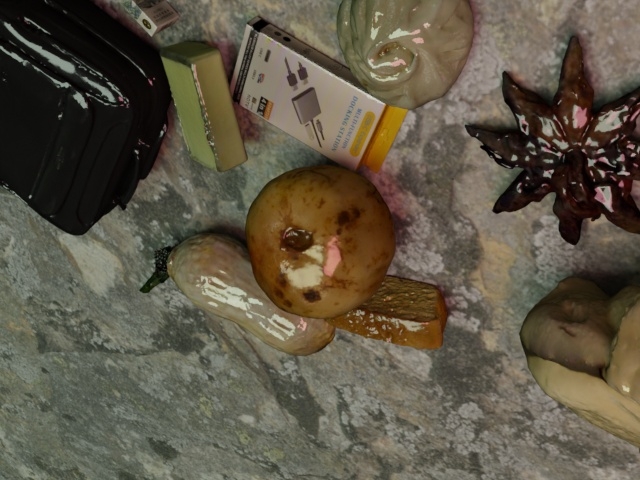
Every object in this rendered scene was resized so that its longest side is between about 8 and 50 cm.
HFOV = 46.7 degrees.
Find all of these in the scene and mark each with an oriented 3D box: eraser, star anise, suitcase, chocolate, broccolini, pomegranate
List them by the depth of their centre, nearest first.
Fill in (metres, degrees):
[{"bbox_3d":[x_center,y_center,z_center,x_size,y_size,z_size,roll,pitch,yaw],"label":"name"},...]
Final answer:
[{"bbox_3d":[0.286,-0.094,0.866,0.272,0.102,0.272,16,126,24],"label":"star anise"},{"bbox_3d":[0.000,0.000,1.039,0.215,0.215,0.215,16,128,21],"label":"pomegranate"},{"bbox_3d":[-0.167,-0.194,1.070,0.117,0.058,0.172,31,141,52],"label":"eraser"},{"bbox_3d":[-0.410,-0.206,1.166,0.339,0.188,0.345,35,131,-2],"label":"suitcase"},{"bbox_3d":[-0.113,0.083,1.209,0.309,0.134,0.134,27,131,12],"label":"chocolate"},{"bbox_3d":[-0.298,0.052,1.352,0.201,0.074,0.058,-24,70,51],"label":"broccolini"}]

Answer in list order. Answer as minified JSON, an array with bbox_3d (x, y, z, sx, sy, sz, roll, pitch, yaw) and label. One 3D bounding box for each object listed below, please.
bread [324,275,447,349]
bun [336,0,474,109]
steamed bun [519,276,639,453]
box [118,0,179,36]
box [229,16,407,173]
[{"bbox_3d":[0.101,0.104,1.113,0.187,0.103,0.065,12,127,26],"label":"bread"},{"bbox_3d":[0.089,-0.241,0.881,0.183,0.102,0.183,16,126,24],"label":"bun"},{"bbox_3d":[0.434,0.138,0.840,0.324,0.230,0.372,30,168,-19],"label":"steamed bun"},{"bbox_3d":[-0.248,-0.334,1.049,0.083,0.054,0.024,46,137,-6],"label":"box"},{"bbox_3d":[-0.010,-0.193,1.019,0.247,0.033,0.129,31,132,9],"label":"box"}]
